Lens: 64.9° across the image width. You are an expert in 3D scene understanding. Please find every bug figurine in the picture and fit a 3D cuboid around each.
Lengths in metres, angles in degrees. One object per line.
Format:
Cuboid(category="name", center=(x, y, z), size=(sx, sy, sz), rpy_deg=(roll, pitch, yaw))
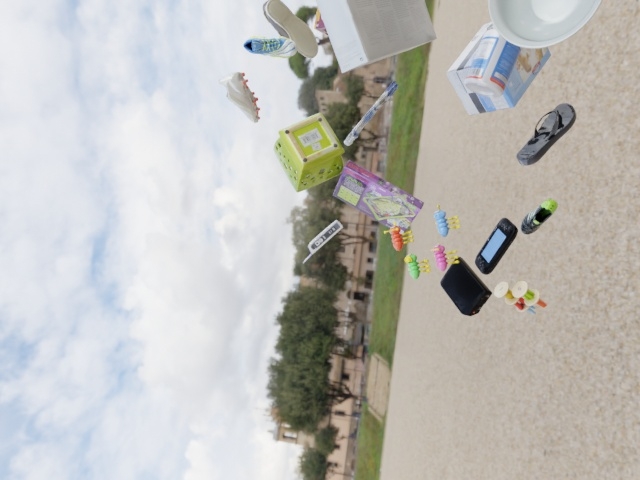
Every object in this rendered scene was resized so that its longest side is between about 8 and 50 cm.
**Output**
Cuboid(category="bug figurine", center=(0.346, 0.013, 1.704), size=(0.072, 0.279, 0.217), rpy_deg=(-10, -99, -45))

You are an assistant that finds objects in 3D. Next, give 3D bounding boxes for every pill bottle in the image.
Cuboid(category="pill bottle", center=(0.537, -0.562, 1.534), size=(0.124, 0.124, 0.222), rpy_deg=(-13, -53, -82))

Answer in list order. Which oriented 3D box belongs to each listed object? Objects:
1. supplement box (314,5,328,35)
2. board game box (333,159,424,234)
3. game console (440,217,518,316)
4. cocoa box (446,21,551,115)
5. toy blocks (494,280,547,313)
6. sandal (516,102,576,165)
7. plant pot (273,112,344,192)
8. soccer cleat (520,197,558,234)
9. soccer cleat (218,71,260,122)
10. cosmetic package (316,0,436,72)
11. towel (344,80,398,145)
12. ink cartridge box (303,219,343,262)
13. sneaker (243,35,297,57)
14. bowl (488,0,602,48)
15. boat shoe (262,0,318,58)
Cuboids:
Cuboid(category="supplement box", center=(0.075, -0.802, 1.792), size=(0.080, 0.188, 0.104), rpy_deg=(4, -84, -47))
Cuboid(category="board game box", center=(0.231, -0.171, 2.067), size=(0.056, 0.346, 0.208), rpy_deg=(-57, -4, -28))
Cuboid(category="game console", center=(0.565, 0.078, 1.778), size=(0.362, 0.043, 0.213), rpy_deg=(-63, 28, 23))
Cuboid(category="cocoa box", center=(0.731, -0.722, 2.059), size=(0.347, 0.227, 0.231), rpy_deg=(-51, -62, -20))
Cuboid(category="toy blocks", center=(0.602, 0.175, 1.468), size=(0.123, 0.148, 0.054), rpy_deg=(-11, 51, 63))
Cuboid(category="sandal", center=(0.684, -0.332, 1.519), size=(0.254, 0.097, 0.054), rpy_deg=(-49, -62, -16))
Cuboid(category="plant pot", center=(-0.043, -0.358, 1.994), size=(0.227, 0.228, 0.207), rpy_deg=(61, 168, 12))
Cuboid(category="soccer cleat", center=(0.720, -0.071, 1.682), size=(0.072, 0.060, 0.179), rpy_deg=(-43, -13, -34))
Cuboid(category="soccer cleat", center=(-0.228, -0.409, 1.449), size=(0.196, 0.076, 0.068), rpy_deg=(64, -161, -63))
Cuboid(category="cosmetic package", center=(0.143, -0.625, 1.318), size=(0.377, 0.097, 0.285), rpy_deg=(-35, -70, -43))
Cuboid(category="towel", center=(0.203, -0.511, 2.058), size=(0.285, 0.034, 0.209), rpy_deg=(-50, 5, -4))
Cuboid(category="ink cartridge box", center=(0.000, 0.000, 1.989), size=(0.208, 0.045, 0.206), rpy_deg=(-43, 1, 2))
Cuboid(category="sneaker", center=(-0.226, -0.831, 2.179), size=(0.126, 0.239, 0.091), rpy_deg=(-48, -36, -53))
Cuboid(category="bowl", center=(0.622, -0.667, 1.362), size=(0.134, 0.297, 0.298), rpy_deg=(-14, -66, -50))
Cuboid(category="boat shoe", center=(-0.139, -0.979, 2.337), size=(0.117, 0.324, 0.096), rpy_deg=(-53, 32, -1))
